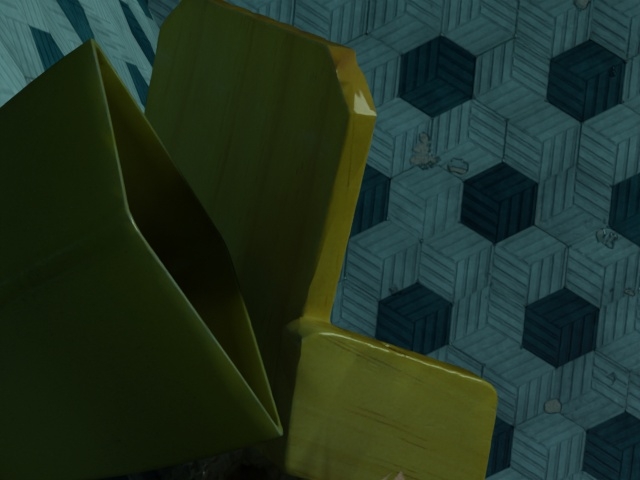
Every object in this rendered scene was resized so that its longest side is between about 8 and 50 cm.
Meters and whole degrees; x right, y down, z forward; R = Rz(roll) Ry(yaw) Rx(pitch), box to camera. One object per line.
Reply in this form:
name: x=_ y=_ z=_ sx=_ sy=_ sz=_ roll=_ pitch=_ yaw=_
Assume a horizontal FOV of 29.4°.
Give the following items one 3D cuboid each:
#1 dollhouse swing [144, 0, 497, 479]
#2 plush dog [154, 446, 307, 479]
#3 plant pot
dollhouse swing: x=0.000 y=0.000 z=1.056 sx=0.315 sy=0.305 sz=0.347 roll=20 pitch=7 yaw=-39
plush dog: x=-0.032 y=0.290 z=1.177 sx=0.262 sy=0.210 sz=0.225 roll=50 pitch=40 yaw=-68
plant pot: x=-0.169 y=0.036 z=0.798 sx=0.212 sy=0.187 sz=0.212 roll=61 pitch=4 yaw=-40
